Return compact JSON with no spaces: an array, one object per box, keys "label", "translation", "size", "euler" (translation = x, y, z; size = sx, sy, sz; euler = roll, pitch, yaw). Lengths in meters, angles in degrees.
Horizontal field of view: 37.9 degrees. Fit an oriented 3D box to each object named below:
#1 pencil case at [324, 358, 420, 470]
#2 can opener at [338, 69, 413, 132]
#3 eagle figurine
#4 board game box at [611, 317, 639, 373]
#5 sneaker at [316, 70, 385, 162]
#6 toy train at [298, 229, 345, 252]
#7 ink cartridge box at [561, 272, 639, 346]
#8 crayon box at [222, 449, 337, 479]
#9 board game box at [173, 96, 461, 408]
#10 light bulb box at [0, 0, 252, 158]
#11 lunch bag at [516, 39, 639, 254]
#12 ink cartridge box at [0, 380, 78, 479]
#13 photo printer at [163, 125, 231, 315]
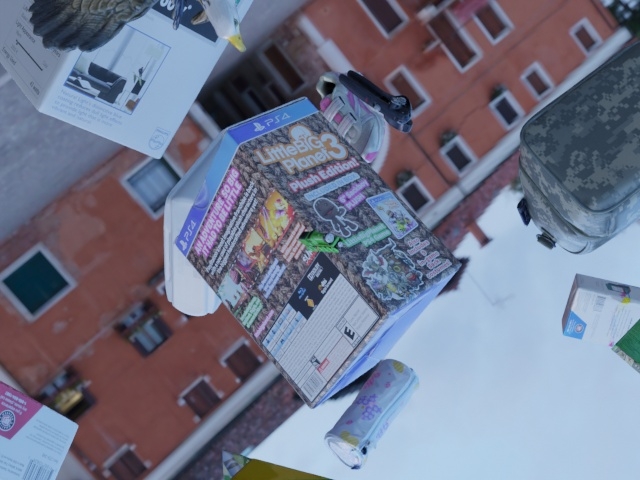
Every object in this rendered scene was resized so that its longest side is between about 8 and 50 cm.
[{"label":"pencil case","translation":[0.123,0.402,2.183],"size":[0.273,0.113,0.124],"euler":[-48,-172,-34]},{"label":"can opener","translation":[0.108,-0.282,1.846],"size":[0.059,0.186,0.073],"euler":[-30,150,-46]},{"label":"eagle figurine","translation":[-0.149,-0.306,1.034],"size":[0.298,0.225,0.226],"euler":[-17,139,-55]},{"label":"board game box","translation":[0.708,0.254,1.809],"size":[0.136,0.259,0.030],"euler":[-38,160,-24]},{"label":"sneaker","translation":[0.055,-0.269,2.012],"size":[0.111,0.252,0.103],"euler":[4,137,-32]},{"label":"toy train","translation":[0.000,0.000,0.961],"size":[0.017,0.023,0.083],"euler":[-55,-162,-13]},{"label":"ink cartridge box","translation":[0.689,0.173,2.153],"size":[0.078,0.230,0.134],"euler":[-65,167,-64]},{"label":"crayon box","translation":[-0.016,0.431,1.287],"size":[0.322,0.203,0.083],"euler":[8,-159,26]},{"label":"board game box","translation":[-0.014,0.016,1.153],"size":[0.141,0.291,0.232],"euler":[-29,161,-40]},{"label":"light bulb box","translation":[-0.310,-0.382,1.405],"size":[0.361,0.225,0.358],"euler":[-56,-132,12]},{"label":"lunch bag","translation":[0.466,-0.127,1.475],"size":[0.305,0.213,0.256],"euler":[-38,153,-4]},{"label":"ink cartridge box","translation":[-0.517,0.366,1.361],"size":[0.131,0.226,0.306],"euler":[10,-115,25]},{"label":"photo printer","translation":[-0.177,-0.049,1.695],"size":[0.308,0.107,0.256],"euler":[-61,162,-52]}]
